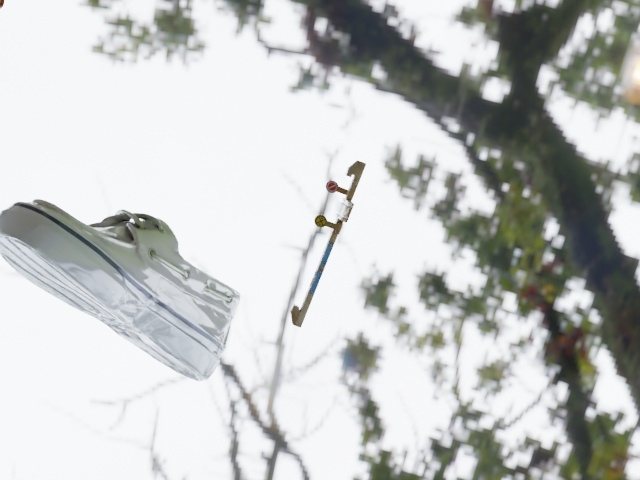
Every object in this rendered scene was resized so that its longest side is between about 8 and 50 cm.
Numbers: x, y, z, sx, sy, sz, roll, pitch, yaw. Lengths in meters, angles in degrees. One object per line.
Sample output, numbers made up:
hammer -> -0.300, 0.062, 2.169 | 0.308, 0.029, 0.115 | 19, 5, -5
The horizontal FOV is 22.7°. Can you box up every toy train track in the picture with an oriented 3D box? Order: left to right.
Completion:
toy train track -> 0.000, 0.000, 0.753 | 0.014, 0.083, 0.048 | 21, -178, -4

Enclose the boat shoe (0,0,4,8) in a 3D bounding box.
boat shoe -> -0.163, -0.155, 0.734 | 0.043, 0.137, 0.049 | -7, -128, 0

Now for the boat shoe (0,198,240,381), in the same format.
boat shoe -> -0.128, 0.015, 1.032 | 0.083, 0.226, 0.076 | 17, -106, 31
